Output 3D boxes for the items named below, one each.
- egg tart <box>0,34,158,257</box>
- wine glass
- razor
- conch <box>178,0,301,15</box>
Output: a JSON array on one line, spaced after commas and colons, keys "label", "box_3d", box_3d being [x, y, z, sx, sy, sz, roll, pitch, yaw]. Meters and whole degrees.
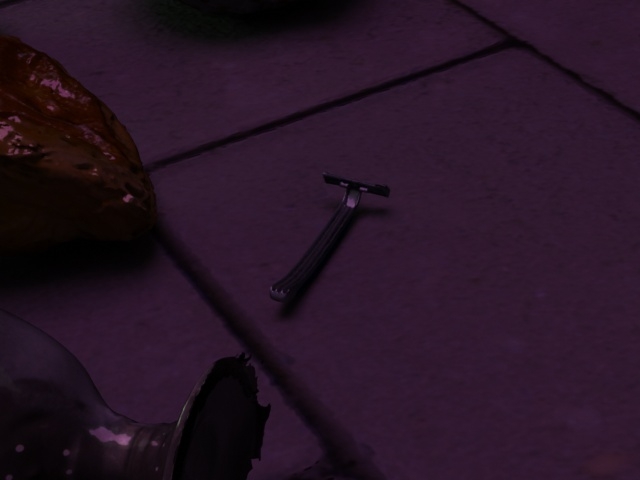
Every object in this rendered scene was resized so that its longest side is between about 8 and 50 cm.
[{"label": "egg tart", "box_3d": [-0.336, -0.104, 1.398, 0.351, 0.153, 0.339, 17, 23, -36]}, {"label": "wine glass", "box_3d": [-0.227, 0.139, 1.070, 0.357, 0.190, 0.190, 12, 38, 17]}, {"label": "razor", "box_3d": [0.000, 0.003, 1.352, 0.068, 0.037, 0.191, 13, 41, 19]}, {"label": "conch", "box_3d": [-0.101, -0.380, 1.779, 0.303, 0.215, 0.319, -25, 14, -27]}]
